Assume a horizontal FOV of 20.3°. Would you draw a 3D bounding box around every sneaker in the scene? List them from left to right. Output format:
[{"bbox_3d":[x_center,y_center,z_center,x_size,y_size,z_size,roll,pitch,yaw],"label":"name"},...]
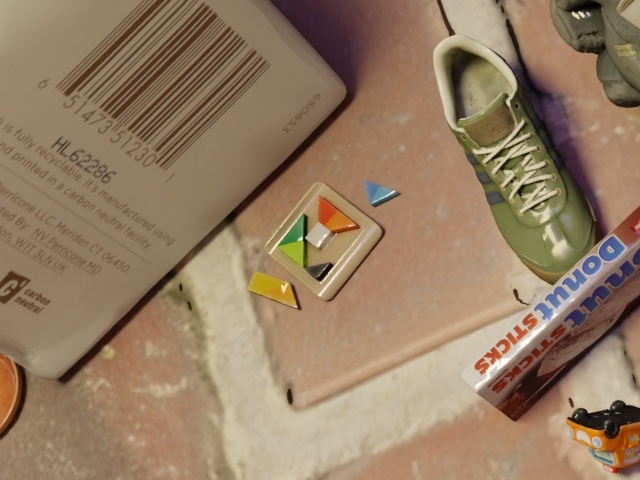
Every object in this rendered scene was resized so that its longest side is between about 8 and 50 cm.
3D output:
[{"bbox_3d":[0.124,-0.059,1.199,0.064,0.086,0.192,-30,57,15],"label":"sneaker"}]

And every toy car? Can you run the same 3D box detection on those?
[{"bbox_3d":[0.212,0.129,1.088,0.122,0.060,0.040,10,106,39],"label":"toy car"}]

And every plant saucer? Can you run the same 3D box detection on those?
[{"bbox_3d":[-0.265,0.121,1.381,0.083,0.013,0.083,-11,65,25],"label":"plant saucer"}]

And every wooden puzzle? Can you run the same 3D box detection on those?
[{"bbox_3d":[0.000,0.000,1.287,0.078,0.014,0.116,30,85,35],"label":"wooden puzzle"}]

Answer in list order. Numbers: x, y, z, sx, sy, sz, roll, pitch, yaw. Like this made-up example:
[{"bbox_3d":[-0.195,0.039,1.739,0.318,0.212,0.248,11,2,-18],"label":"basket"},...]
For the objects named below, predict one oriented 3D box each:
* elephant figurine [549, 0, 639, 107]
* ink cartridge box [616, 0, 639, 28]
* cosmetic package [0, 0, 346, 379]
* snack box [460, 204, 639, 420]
[{"bbox_3d":[0.271,-0.193,1.132,0.239,0.169,0.186,-30,78,-7],"label":"elephant figurine"},{"bbox_3d":[0.369,-0.111,1.011,0.371,0.069,0.175,31,77,0],"label":"ink cartridge box"},{"bbox_3d":[-0.261,-0.175,1.318,0.327,0.329,0.393,-44,54,6],"label":"cosmetic package"},{"bbox_3d":[0.171,0.041,1.142,0.178,0.064,0.022,-44,53,6],"label":"snack box"}]
